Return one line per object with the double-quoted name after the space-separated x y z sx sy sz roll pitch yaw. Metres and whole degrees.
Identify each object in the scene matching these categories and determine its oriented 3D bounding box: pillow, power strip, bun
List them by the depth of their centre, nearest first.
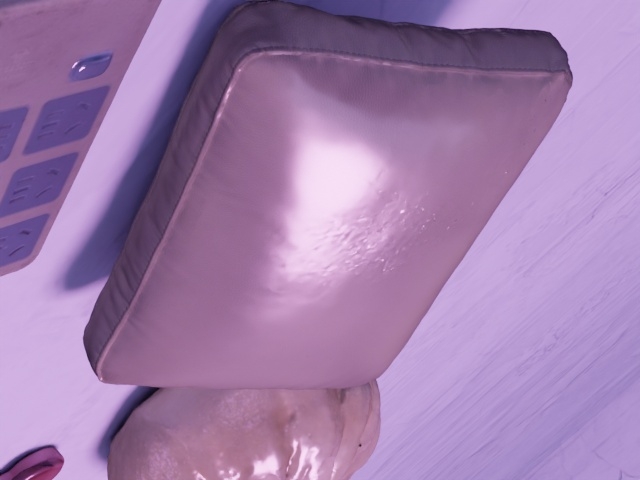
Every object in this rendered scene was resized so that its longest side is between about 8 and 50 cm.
-0.171 -0.058 0.816 0.118 0.046 0.270 -18 152 -41 "power strip"
0.001 -0.016 1.027 0.255 0.119 0.322 3 137 -30 "pillow"
-0.059 0.188 1.383 0.259 0.160 0.259 -28 157 -13 "bun"

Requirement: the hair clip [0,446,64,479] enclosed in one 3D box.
-0.289 0.232 1.296 0.138 0.102 0.123 10 139 -18 "hair clip"
